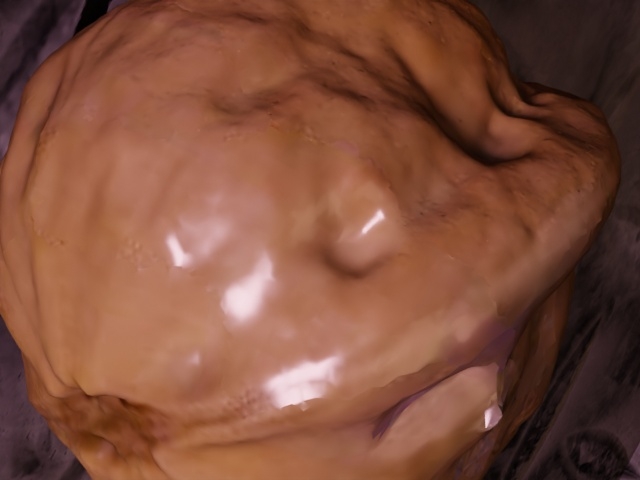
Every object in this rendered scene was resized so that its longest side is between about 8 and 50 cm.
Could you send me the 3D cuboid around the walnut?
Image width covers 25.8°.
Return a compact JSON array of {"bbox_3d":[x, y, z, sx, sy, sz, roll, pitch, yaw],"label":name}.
[{"bbox_3d":[-0.011,0.000,0.835,0.383,0.383,0.383,-34,138,-37],"label":"walnut"}]
